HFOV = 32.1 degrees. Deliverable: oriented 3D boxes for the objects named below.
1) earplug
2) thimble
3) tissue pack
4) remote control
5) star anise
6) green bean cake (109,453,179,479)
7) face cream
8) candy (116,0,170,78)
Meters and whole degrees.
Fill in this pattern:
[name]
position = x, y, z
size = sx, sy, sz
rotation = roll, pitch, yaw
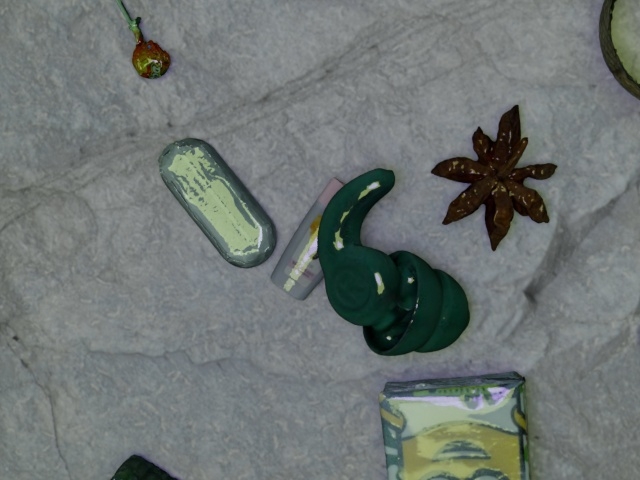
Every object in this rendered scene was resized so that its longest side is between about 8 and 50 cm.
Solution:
[earplug]
position = 0.119, 0.055, 1.746
size = 0.280, 0.164, 0.257
rotation = 24, 61, -24
[thimble]
position = 0.560, -0.325, 1.676
size = 0.271, 0.150, 0.271
rotation = 0, 94, 7
[tissue pack]
position = 0.222, 0.372, 1.762
size = 0.228, 0.128, 0.311
rotation = -5, 92, 8
[remote control]
position = -0.169, -0.062, 1.824
size = 0.104, 0.052, 0.247
rotation = -40, 85, 5
[star anise]
position = 0.274, -0.093, 1.750
size = 0.196, 0.111, 0.212
rotation = -14, 98, 14
[green bean cake]
position = -0.287, 0.487, 1.839
size = 0.208, 0.107, 0.193
rotation = 31, 95, 3
[face cream]
position = 0.000, 0.000, 1.803
size = 0.084, 0.057, 0.198
rotation = 33, 97, -2
[candy]
position = -0.311, -0.353, 1.830
size = 0.060, 0.060, 0.201
rotation = -30, 82, 7
